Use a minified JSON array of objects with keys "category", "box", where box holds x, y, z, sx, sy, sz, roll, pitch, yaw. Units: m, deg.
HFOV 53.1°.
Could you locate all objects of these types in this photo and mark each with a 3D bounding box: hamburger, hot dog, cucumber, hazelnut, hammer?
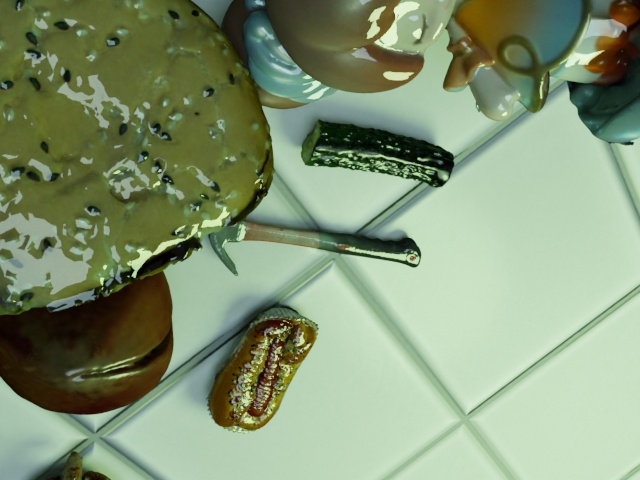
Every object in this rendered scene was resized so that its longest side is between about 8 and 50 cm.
[{"category":"hamburger","box":[-0.223,-0.102,0.562,0.318,0.195,0.277,-30,109,-23]},{"category":"hot dog","box":[-0.078,0.174,0.847,0.108,0.059,0.191,20,105,-30]},{"category":"cucumber","box":[0.072,-0.103,0.764,0.187,0.058,0.058,7,112,-22]},{"category":"hazelnut","box":[-0.245,0.099,0.671,0.208,0.208,0.208,-7,116,-15]},{"category":"hammer","box":[0.000,0.000,0.802,0.287,0.033,0.111,7,111,-21]}]

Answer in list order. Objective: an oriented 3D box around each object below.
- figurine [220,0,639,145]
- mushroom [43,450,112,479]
[{"category":"figurine","box":[0.109,-0.228,0.579,0.388,0.248,0.277,7,109,-8]},{"category":"mushroom","box":[-0.327,0.350,0.836,0.135,0.080,0.170,1,114,-32]}]
